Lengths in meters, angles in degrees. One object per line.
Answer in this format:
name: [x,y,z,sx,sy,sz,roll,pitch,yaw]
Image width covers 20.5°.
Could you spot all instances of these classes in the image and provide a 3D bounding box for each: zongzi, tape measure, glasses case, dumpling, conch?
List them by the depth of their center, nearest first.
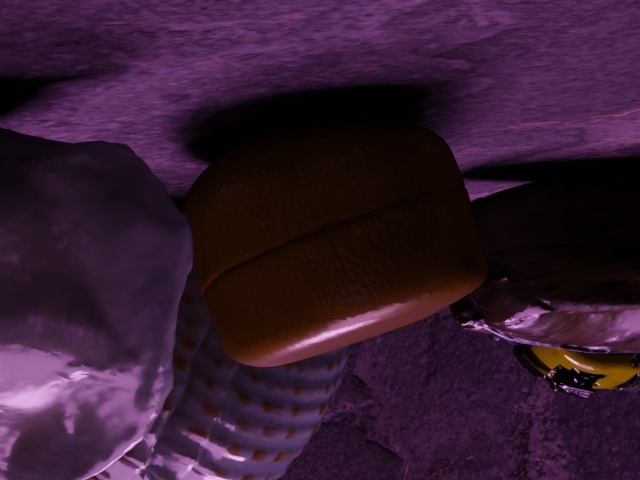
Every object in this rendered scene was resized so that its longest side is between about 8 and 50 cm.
dumpling: [-0.234,0.023,0.990,0.320,0.212,0.270,8,149,45]
glasses case: [0.000,0.000,1.180,0.173,0.141,0.371,-19,175,-3]
zongzi: [0.311,0.013,1.433,0.323,0.160,0.360,0,176,-42]
conch: [-0.135,0.121,1.489,0.319,0.215,0.303,-33,116,32]
tape measure: [0.334,0.103,2.262,0.186,0.199,0.112,1,154,-24]
